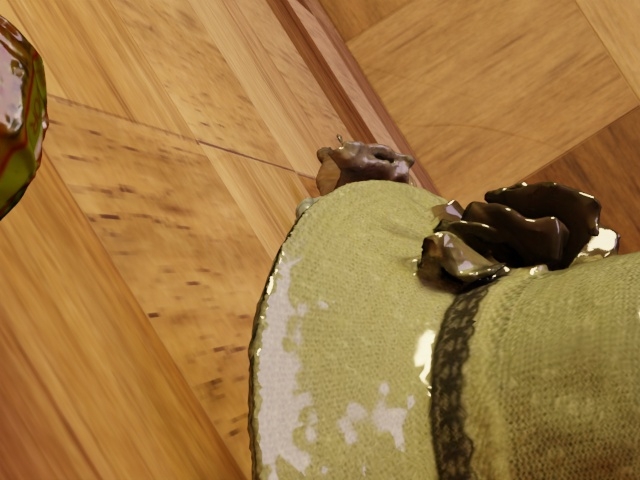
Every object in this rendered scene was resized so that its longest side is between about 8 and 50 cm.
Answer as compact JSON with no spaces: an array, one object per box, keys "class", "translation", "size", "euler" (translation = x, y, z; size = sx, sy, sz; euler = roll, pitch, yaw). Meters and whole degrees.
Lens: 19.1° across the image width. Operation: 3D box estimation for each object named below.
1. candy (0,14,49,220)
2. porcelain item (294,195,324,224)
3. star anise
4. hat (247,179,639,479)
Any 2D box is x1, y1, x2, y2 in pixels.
[{"class":"candy","translation":[-0.133,-0.070,0.387],"size":[0.201,0.060,0.060],"euler":[43,13,-32]},{"class":"porcelain item","translation":[0.000,0.000,1.098],"size":[0.083,0.028,0.036],"euler":[-111,-177,-68]},{"class":"star anise","translation":[0.049,0.013,1.190],"size":[0.208,0.063,0.172],"euler":[-161,-131,-88]},{"class":"hat","translation":[0.105,0.079,0.622],"size":[0.257,0.130,0.257],"euler":[37,42,-42]}]
